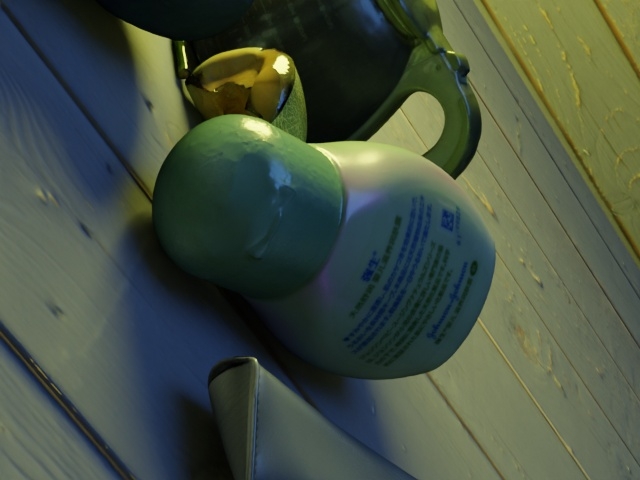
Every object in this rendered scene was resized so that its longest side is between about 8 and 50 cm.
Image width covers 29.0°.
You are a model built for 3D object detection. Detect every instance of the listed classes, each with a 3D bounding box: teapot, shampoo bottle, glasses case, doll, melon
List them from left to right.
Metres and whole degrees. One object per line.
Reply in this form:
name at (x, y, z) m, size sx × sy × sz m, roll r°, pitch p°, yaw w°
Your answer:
doll at (-0.165, -0.276, 1.101) m, size 0.258 × 0.154 × 0.228 m, roll 21°, pitch 7°, yaw -44°
melon at (-0.053, -0.123, 1.210) m, size 0.160 × 0.079 × 0.128 m, roll 29°, pitch -30°, yaw 48°
shampoo bottle at (0.000, 0.000, 1.121) m, size 0.349 × 0.222 × 0.151 m, roll 24°, pitch 5°, yaw -44°
glasses case at (0.004, 0.212, 1.018) m, size 0.308 × 0.083 × 0.128 m, roll 42°, pitch 35°, yaw -41°
teapot at (0.019, -0.189, 1.315) m, size 0.239 × 0.239 × 0.322 m, roll 31°, pitch 38°, yaw -50°

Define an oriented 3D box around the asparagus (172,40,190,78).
asparagus at (-0.145, -0.215, 1.276) m, size 0.018 × 0.015 × 0.127 m, roll 51°, pitch 23°, yaw -49°
